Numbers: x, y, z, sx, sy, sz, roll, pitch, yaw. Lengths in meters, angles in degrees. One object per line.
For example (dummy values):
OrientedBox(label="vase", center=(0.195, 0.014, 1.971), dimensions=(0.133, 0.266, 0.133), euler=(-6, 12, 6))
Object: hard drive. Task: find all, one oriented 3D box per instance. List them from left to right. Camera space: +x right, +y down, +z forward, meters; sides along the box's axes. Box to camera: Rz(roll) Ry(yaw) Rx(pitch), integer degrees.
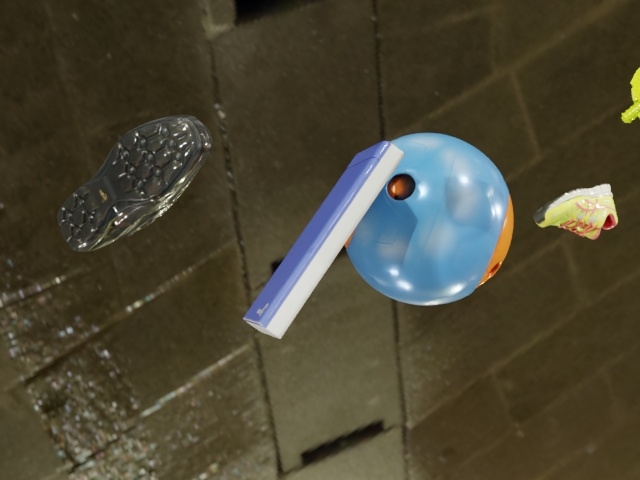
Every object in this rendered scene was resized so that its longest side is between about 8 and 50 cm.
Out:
OrientedBox(label="hard drive", center=(0.000, 0.000, 1.712), dimensions=(0.040, 0.210, 0.318), euler=(35, 82, -7))

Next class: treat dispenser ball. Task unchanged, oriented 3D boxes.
OrientedBox(label="treat dispenser ball", center=(0.177, -0.035, 1.905), dimensions=(0.288, 0.288, 0.288), euler=(-16, 129, -20))

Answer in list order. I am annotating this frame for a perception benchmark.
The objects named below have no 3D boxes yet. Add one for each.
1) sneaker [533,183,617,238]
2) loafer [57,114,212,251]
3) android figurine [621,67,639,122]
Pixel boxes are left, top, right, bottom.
OrientedBox(label="sneaker", center=(0.483, -0.045, 2.120), dimensions=(0.209, 0.094, 0.081), euler=(-13, 168, -35))
OrientedBox(label="loafer", center=(-0.176, -0.058, 1.127), dimensions=(0.223, 0.076, 0.078), euler=(-34, 169, 39))
OrientedBox(label="android figurine", center=(0.605, -0.253, 1.798), dimensions=(0.273, 0.248, 0.056), euler=(-37, 148, 12))
